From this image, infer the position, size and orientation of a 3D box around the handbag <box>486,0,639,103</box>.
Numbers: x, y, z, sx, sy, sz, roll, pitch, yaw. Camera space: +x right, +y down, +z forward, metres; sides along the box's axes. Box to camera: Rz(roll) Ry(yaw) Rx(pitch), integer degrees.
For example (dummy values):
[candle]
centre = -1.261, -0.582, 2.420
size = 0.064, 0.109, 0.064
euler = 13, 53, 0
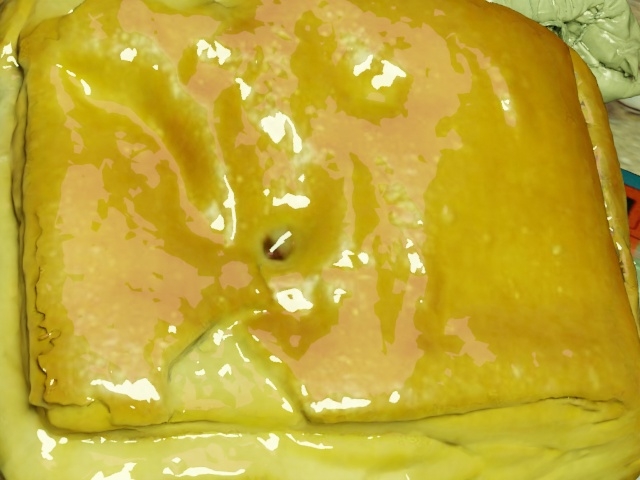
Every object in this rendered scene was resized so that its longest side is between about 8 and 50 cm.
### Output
[handbag]
centre = 0.098, -0.133, 1.064
size = 0.117, 0.095, 0.173
euler = 0, 29, -24

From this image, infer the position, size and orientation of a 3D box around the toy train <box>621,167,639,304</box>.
[toy train]
centre = 0.226, 0.070, 0.774
size = 0.409, 0.086, 0.089
euler = 23, 30, 10

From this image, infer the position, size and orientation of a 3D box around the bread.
[bread]
centre = 0.000, 0.000, 0.670
size = 0.235, 0.099, 0.211
euler = 5, 62, -20
